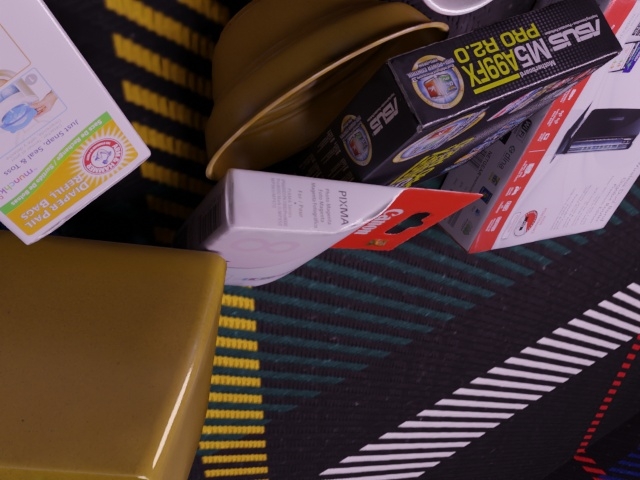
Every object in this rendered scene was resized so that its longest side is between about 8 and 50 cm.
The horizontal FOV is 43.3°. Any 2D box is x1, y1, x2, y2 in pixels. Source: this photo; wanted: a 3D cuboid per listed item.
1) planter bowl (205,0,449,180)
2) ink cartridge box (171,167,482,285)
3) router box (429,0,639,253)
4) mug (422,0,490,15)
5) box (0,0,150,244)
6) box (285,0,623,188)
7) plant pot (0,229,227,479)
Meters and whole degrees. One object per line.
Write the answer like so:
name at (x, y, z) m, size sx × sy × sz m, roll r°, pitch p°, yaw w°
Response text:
planter bowl at (-0.016, -0.140, 0.627) m, size 0.217 × 0.090 × 0.217 m, roll -31°, pitch 176°, yaw -2°
ink cartridge box at (0.000, 0.000, 0.723) m, size 0.232 × 0.066 × 0.189 m, roll 9°, pitch 161°, yaw -21°
router box at (0.322, -0.153, 0.984) m, size 0.301 × 0.082 × 0.336 m, roll -9°, pitch 135°, yaw -39°
mug at (0.044, -0.243, 0.527) m, size 0.150 × 0.169 × 0.113 m, roll 1°, pitch 129°, yaw -44°
box at (-0.207, -0.109, 0.480) m, size 0.103 × 0.114 × 0.203 m, roll -38°, pitch 146°, yaw -8°
box at (0.101, -0.104, 0.727) m, size 0.216 × 0.060 × 0.270 m, roll -24°, pitch 173°, yaw -26°
plant pot at (-0.193, 0.139, 0.635) m, size 0.212 × 0.187 × 0.212 m, roll 6°, pitch 132°, yaw -8°
